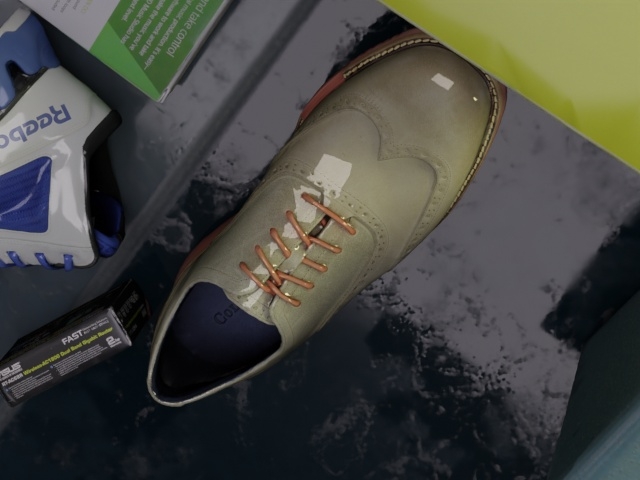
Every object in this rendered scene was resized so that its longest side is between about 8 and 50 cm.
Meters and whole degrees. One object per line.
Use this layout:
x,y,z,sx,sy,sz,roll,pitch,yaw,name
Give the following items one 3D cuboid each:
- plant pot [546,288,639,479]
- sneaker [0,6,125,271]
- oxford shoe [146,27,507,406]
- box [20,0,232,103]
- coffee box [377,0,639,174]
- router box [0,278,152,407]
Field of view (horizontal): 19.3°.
0.350,0.117,1.403,0.247,0.248,0.252,33,122,-2,plant pot
-0.264,-0.012,1.535,0.182,0.127,0.315,37,106,-5,sneaker
0.000,0.000,1.436,0.140,0.146,0.397,36,127,-5,oxford shoe
-0.192,-0.287,1.463,0.322,0.058,0.232,38,125,-2,box
0.219,-0.271,1.310,0.337,0.334,0.338,33,105,-2,coffee box
-0.206,0.085,1.572,0.122,0.092,0.038,-28,99,13,router box
